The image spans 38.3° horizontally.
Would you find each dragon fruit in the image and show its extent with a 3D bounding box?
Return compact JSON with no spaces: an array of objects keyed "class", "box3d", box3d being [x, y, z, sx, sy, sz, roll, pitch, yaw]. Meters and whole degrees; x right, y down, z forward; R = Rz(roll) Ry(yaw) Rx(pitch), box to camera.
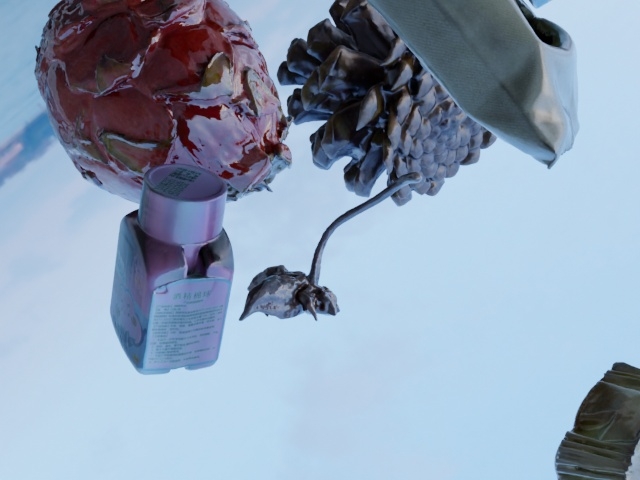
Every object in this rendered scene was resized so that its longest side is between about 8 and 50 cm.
[{"class":"dragon fruit","box3d":[-0.193,-0.181,1.124,0.277,0.342,0.277,-28,-178,1]}]

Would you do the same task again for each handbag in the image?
[{"class":"handbag","box3d":[0.106,-0.201,0.750,0.109,0.316,0.253,-42,176,19]}]

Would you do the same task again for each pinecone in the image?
[{"class":"pinecone","box3d":[0.091,-0.256,1.502,0.384,0.384,0.384,-36,-163,13]}]

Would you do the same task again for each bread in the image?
[{"class":"bread","box3d":[0.364,0.268,1.093,0.110,0.192,0.210,2,-145,41]}]

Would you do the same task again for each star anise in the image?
[{"class":"star anise","box3d":[0.000,0.000,1.138,0.219,0.227,0.148,20,-169,34]}]

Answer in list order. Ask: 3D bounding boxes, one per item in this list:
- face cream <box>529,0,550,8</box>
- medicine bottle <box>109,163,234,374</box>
[{"class":"face cream","box3d":[0.405,-0.434,1.367,0.229,0.075,0.075,-29,-161,12]},{"class":"medicine bottle","box3d":[-0.144,0.026,0.905,0.094,0.188,0.119,-4,-148,-28]}]
